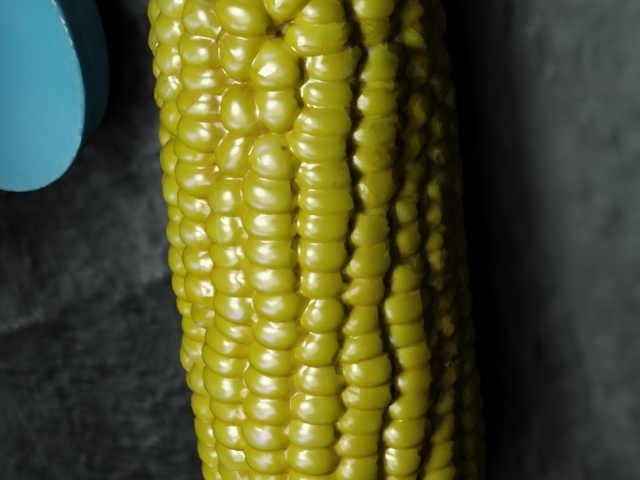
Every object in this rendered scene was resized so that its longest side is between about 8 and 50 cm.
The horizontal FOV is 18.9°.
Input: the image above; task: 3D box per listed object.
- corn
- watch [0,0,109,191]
[{"bbox_3d":[0.000,0.000,0.605,0.101,0.101,0.310,9,122,25],"label":"corn"},{"bbox_3d":[-0.198,-0.063,0.620,0.211,0.193,0.211,14,125,21],"label":"watch"}]
